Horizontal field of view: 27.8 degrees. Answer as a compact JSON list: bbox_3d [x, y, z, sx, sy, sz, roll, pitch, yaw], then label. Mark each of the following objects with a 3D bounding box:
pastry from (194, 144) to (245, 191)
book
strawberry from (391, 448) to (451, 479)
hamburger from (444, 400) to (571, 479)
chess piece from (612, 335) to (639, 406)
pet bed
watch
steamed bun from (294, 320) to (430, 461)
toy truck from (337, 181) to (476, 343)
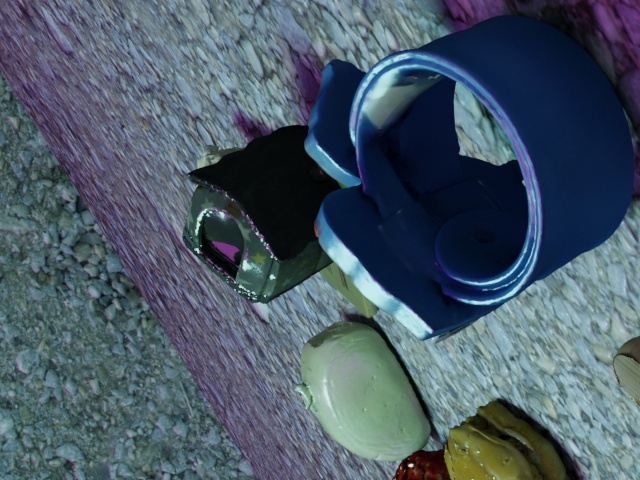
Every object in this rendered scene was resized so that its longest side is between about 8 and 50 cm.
[{"bbox_3d":[-0.093,-0.077,1.899,0.258,0.089,0.122,9,90,53],"label":"pastry"},{"bbox_3d":[0.000,0.000,1.953,0.231,0.026,0.161,43,159,38],"label":"book"},{"bbox_3d":[0.160,0.411,1.978,0.234,0.233,0.178,30,128,55],"label":"strawberry"},{"bbox_3d":[0.256,0.323,1.714,0.214,0.108,0.214,49,156,30],"label":"hamburger"},{"bbox_3d":[0.329,0.135,1.288,0.084,0.038,0.084,47,160,23],"label":"chess piece"},{"bbox_3d":[-0.052,-0.047,1.656,0.183,0.211,0.159,42,140,23],"label":"pet bed"},{"bbox_3d":[0.128,-0.093,1.185,0.305,0.241,0.274,53,146,12],"label":"watch"},{"bbox_3d":[0.053,0.250,2.036,0.239,0.152,0.170,63,162,-13],"label":"steamed bun"},{"bbox_3d":[0.108,-0.005,1.543,0.242,0.101,0.125,54,151,19],"label":"toy truck"}]
